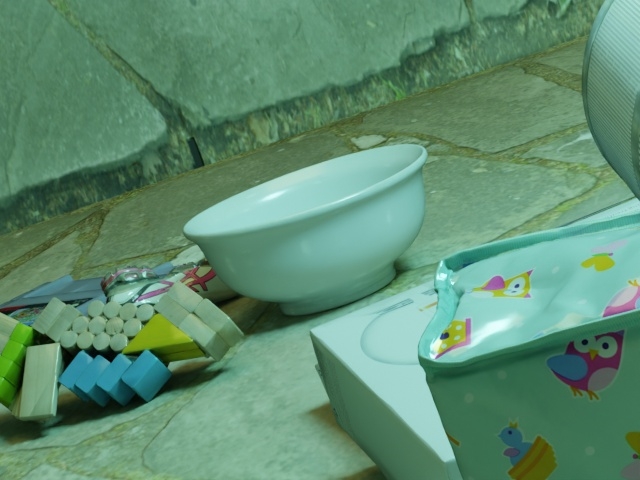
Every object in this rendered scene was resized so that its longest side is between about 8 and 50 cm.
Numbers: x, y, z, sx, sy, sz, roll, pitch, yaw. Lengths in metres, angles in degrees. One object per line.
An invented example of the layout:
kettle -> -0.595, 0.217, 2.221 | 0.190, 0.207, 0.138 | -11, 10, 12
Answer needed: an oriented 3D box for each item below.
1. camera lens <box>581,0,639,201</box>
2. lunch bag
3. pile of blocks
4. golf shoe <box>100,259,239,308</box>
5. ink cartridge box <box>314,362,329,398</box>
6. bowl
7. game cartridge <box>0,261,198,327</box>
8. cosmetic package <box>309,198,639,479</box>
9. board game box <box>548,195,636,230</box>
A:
camera lens -> 0.306, -0.087, 1.159 | 0.219, 0.219, 0.274 | -19, 21, 1
lunch bag -> 0.209, 0.095, 0.927 | 0.262, 0.223, 0.160 | -16, 19, 13
pile of blocks -> -0.247, 0.140, 1.877 | 0.362, 0.149, 0.112 | -5, -28, 20
golf shoe -> -0.177, 0.075, 2.143 | 0.186, 0.086, 0.067 | -7, -31, -26
ink cartridge box -> 0.072, 0.093, 1.490 | 0.097, 0.046, 0.207 | -22, -6, -20
bowl -> 0.000, 0.000, 1.999 | 0.297, 0.134, 0.298 | -17, 11, 3
game cartridge -> -0.342, 0.101, 2.292 | 0.355, 0.068, 0.230 | -7, 11, 46
cosmetic package -> 0.214, 0.076, 1.263 | 0.377, 0.097, 0.284 | -22, 22, -13
board game box -> 0.287, -0.011, 1.666 | 0.346, 0.056, 0.208 | -21, 4, -1
